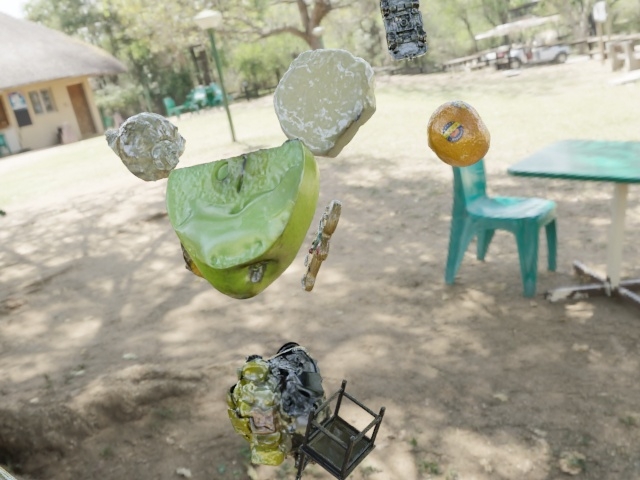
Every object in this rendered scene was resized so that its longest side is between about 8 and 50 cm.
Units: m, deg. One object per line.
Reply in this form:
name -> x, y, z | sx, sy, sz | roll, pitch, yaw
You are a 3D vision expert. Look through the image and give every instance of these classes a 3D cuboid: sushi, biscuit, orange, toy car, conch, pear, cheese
sushi -> -0.121, 0.510, 1.975 | 0.285, 0.328, 0.328 | -14, 38, -12
biscuit -> 0.000, 0.000, 2.043 | 0.049, 0.301, 0.196 | 15, 39, -10
orange -> 0.358, -0.276, 1.758 | 0.155, 0.177, 0.177 | -45, 5, 18
toy car -> 0.210, -0.550, 1.732 | 0.097, 0.191, 0.100 | -12, 6, 1
conch -> -0.496, -0.288, 1.911 | 0.291, 0.159, 0.210 | 32, 57, 22
pear -> -0.155, -0.024, 1.474 | 0.343, 0.317, 0.238 | -10, -27, 20
cheese -> 0.015, -0.403, 1.978 | 0.318, 0.326, 0.115 | -8, -4, 23

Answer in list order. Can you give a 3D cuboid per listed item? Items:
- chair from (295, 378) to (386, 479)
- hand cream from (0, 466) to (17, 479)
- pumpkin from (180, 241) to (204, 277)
chair -> 0.040, 0.488, 1.618 | 0.141, 0.260, 0.155 | 31, 40, 26
hand cream -> -0.682, 0.535, 1.465 | 0.042, 0.194, 0.067 | -26, 27, 29
pumpkin -> -0.341, 0.054, 2.225 | 0.222, 0.139, 0.317 | -35, -32, 8
